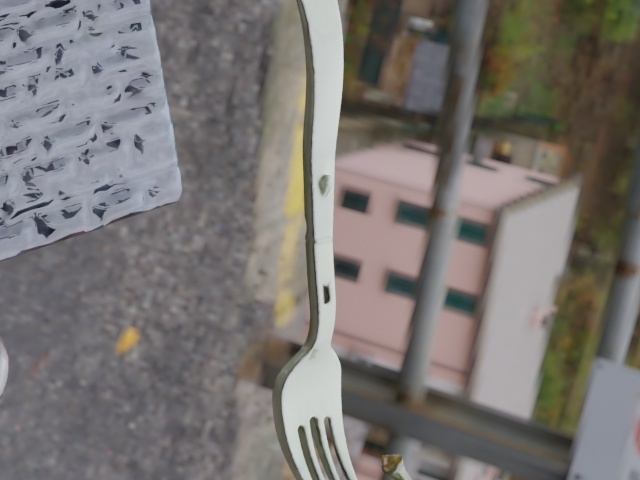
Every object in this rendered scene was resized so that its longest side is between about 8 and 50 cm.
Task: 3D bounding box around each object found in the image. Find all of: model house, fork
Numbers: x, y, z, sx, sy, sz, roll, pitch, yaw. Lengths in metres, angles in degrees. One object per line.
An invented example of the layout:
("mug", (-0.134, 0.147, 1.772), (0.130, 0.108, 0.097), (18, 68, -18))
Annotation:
("model house", (-0.266, -0.114, 1.223), (0.360, 0.297, 0.339), (-18, 88, -20))
("fork", (-0.004, -0.001, 0.672), (0.034, 0.028, 0.219), (-12, 103, -37))

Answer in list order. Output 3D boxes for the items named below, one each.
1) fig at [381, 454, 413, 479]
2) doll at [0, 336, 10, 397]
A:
("fig", (0.092, 0.162, 0.769), (0.093, 0.093, 0.166), (18, 56, -63))
("doll", (-0.206, 0.035, 0.783), (0.152, 0.114, 0.085), (39, 32, -46))
